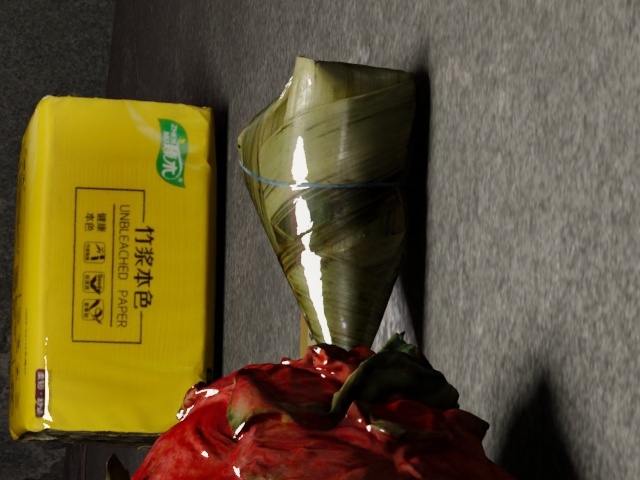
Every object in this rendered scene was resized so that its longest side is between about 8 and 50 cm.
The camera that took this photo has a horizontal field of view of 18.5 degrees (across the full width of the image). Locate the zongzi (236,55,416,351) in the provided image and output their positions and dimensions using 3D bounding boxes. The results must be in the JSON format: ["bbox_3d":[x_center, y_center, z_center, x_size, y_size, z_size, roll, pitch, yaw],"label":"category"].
[{"bbox_3d":[0.000,0.000,1.447,0.221,0.112,0.242,157,115,-75],"label":"zongzi"}]

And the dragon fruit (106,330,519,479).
[{"bbox_3d":[0.002,0.200,1.086,0.244,0.244,0.299,117,150,-63],"label":"dragon fruit"}]

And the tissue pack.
[{"bbox_3d":[-0.241,0.046,2.279,0.293,0.228,0.382,143,127,-75],"label":"tissue pack"}]

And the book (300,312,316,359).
[{"bbox_3d":[0.006,0.074,1.635,0.172,0.012,0.118,178,94,-78],"label":"book"}]
